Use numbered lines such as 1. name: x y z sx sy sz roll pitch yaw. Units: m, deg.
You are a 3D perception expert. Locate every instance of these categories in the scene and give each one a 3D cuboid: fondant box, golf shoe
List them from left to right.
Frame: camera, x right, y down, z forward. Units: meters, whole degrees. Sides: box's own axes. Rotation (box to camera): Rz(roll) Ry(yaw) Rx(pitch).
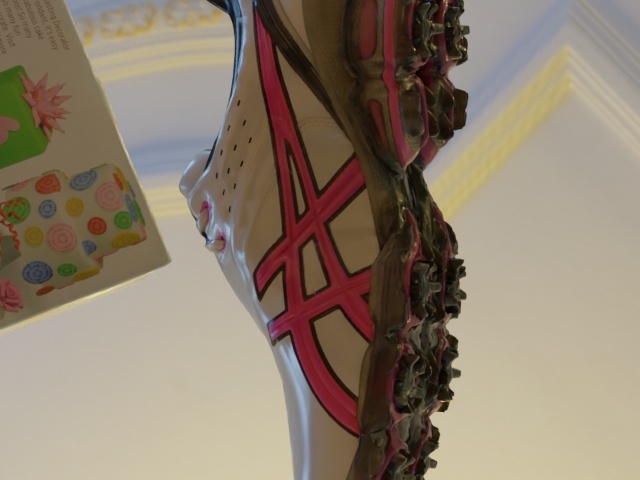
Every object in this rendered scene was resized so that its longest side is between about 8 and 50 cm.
1. fondant box: -0.301 -0.030 1.091 0.330 0.096 0.238 -21 -94 -19
2. golf shoe: 0.000 0.000 0.496 0.086 0.067 0.186 1 -91 21
